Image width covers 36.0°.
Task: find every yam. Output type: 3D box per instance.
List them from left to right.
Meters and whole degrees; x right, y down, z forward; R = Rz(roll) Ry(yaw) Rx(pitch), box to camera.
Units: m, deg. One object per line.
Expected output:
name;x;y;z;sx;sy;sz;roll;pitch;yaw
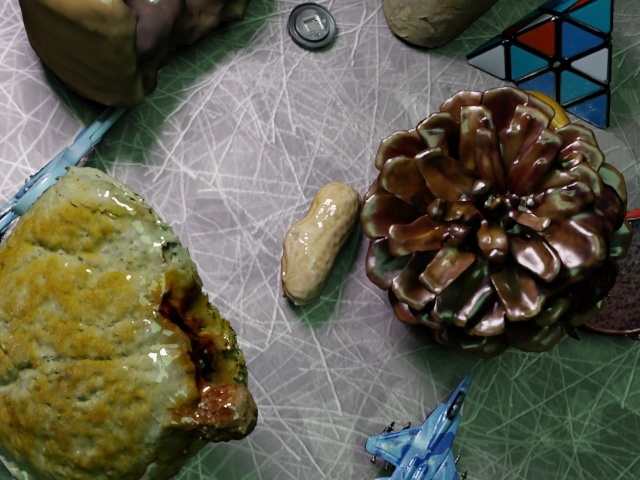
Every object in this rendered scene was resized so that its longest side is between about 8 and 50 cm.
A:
yam;0.231;-0.440;1.620;0.161;0.268;0.161;12;63;-25

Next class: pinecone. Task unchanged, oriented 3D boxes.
pinecone;0.233;-0.027;1.405;0.398;0.398;0.397;4;73;-12

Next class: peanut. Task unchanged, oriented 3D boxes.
peanut;0.000;0.000;1.514;0.099;0.099;0.214;34;69;-2

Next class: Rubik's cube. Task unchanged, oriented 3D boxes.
Rubik's cube;0.439;-0.401;1.707;0.284;0.250;0.234;22;51;-1

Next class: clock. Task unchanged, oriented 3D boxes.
clock;-0.015;-0.360;1.655;0.085;0.017;0.085;4;73;-12

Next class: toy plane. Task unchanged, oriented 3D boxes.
toy plane;0.165;0.299;1.477;0.169;0.078;0.246;34;63;-2

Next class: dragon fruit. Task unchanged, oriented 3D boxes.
dragon fruit;0.482;0.035;1.596;0.218;0.148;0.223;0;115;-4

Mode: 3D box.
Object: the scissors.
scissors;-0.354;-0.141;1.456;0.032;0.180;0.393;49;53;-19

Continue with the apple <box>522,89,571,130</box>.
apple;0.335;-0.159;1.607;0.182;0.155;0.182;3;74;-10

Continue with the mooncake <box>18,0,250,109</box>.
mooncake;-0.254;-0.396;1.463;0.394;0.246;0.393;-12;57;-13

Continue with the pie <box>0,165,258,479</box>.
pie;-0.303;0.137;1.306;0.395;0.180;0.418;-33;85;19
